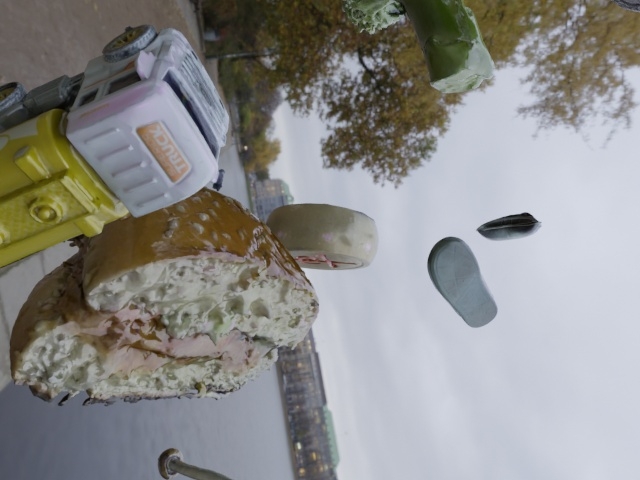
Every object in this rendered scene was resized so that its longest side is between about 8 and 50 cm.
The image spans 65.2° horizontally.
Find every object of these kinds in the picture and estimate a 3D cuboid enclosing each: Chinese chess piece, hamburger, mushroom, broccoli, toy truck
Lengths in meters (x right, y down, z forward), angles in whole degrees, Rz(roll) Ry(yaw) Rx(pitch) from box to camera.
[{"bbox_3d":[0.000,0.000,1.083,0.251,0.250,0.097,112,-16,-77],"label":"Chinese chess piece"},{"bbox_3d":[-0.198,0.046,0.713,0.287,0.268,0.445,52,13,27],"label":"hamburger"},{"bbox_3d":[-0.110,0.380,0.694,0.043,0.306,0.068,-22,134,-57],"label":"mushroom"},{"bbox_3d":[0.146,-0.428,0.842,0.397,0.275,0.353,52,32,-8],"label":"broccoli"},{"bbox_3d":[-0.177,-0.048,0.339,0.114,0.227,0.098,-102,169,-47],"label":"toy truck"}]

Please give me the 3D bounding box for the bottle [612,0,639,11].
[{"bbox_3d":[0.389,-0.342,0.549,0.164,0.060,0.060,-58,-162,11],"label":"bottle"}]

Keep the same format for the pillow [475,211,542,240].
[{"bbox_3d":[0.417,-0.026,1.105,0.091,0.135,0.055,-49,124,-61],"label":"pillow"}]

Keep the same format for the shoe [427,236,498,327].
[{"bbox_3d":[0.224,0.063,0.821,0.195,0.079,0.078,51,5,-28],"label":"shoe"}]
